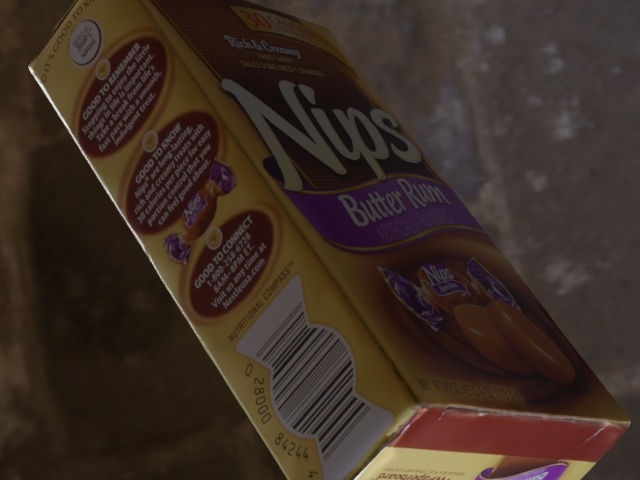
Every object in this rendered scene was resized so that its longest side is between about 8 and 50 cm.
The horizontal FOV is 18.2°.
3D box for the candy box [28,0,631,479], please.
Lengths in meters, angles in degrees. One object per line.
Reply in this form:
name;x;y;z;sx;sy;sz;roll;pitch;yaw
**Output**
candy box;0.000;0.000;0.606;0.053;0.109;0.187;-51;56;22
